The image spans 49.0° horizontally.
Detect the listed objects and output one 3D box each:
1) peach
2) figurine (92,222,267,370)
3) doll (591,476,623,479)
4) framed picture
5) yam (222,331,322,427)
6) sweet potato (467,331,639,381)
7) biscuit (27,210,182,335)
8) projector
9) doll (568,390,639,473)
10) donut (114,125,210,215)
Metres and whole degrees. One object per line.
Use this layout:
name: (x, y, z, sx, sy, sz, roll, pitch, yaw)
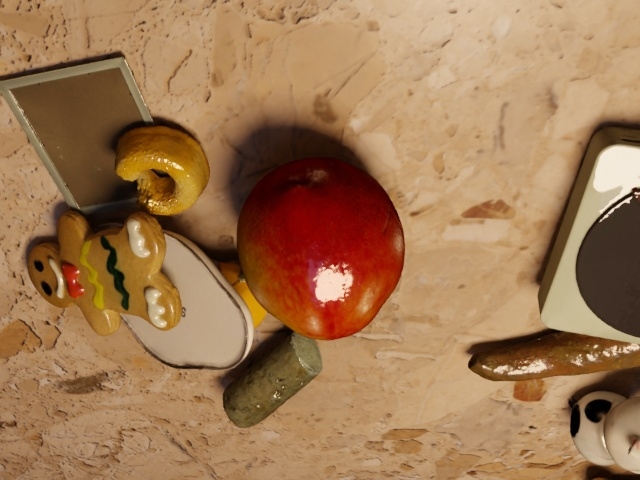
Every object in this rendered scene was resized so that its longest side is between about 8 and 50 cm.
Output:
peach: (0.000, 0.000, 0.745, 0.197, 0.197, 0.197, 0, 133, 0)
figurine: (-0.151, 0.046, 0.864, 0.250, 0.141, 0.166, 36, 123, 16)
doll: (0.466, 0.557, 1.232, 0.340, 0.209, 0.318, -37, 125, 27)
framed picture: (-0.241, -0.107, 0.762, 0.142, 0.011, 0.183, -9, 131, 9)
yam: (-0.066, 0.197, 0.999, 0.078, 0.078, 0.179, 30, 123, -24)
sweet potato: (0.338, 0.149, 0.954, 0.273, 0.075, 0.075, -16, 130, 20)
biscuit: (-0.264, 0.041, 0.821, 0.240, 0.035, 0.158, -5, 107, 33)
projector: (0.406, 0.007, 0.799, 0.257, 0.079, 0.259, 9, 127, 5)
doll: (0.432, 0.270, 0.997, 0.107, 0.110, 0.181, 42, 168, -6)
donut: (-0.170, -0.072, 0.759, 0.097, 0.043, 0.108, -15, 135, 15)
